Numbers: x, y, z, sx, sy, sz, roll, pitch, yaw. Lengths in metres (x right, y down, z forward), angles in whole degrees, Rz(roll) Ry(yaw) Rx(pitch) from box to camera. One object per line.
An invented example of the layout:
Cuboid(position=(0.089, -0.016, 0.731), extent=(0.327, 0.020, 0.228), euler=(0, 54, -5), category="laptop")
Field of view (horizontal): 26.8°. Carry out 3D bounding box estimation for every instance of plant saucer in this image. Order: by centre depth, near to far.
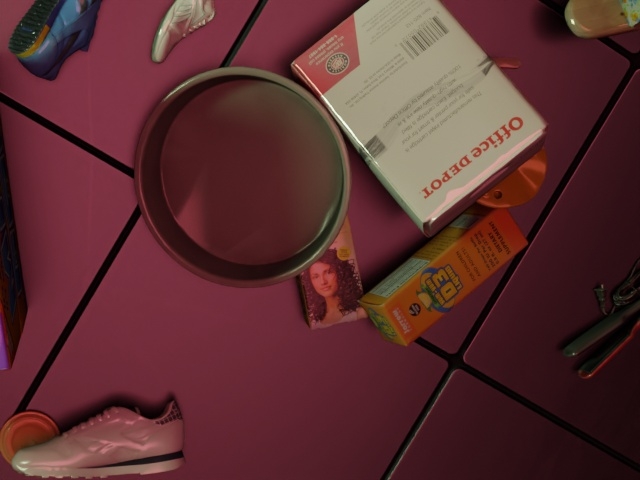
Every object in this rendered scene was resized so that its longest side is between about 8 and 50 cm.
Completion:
Cuboid(position=(-0.398, 0.274, 1.840), extent=(0.083, 0.013, 0.083), euler=(-1, 98, -8), category="plant saucer")

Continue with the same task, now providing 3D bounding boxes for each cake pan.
Cuboid(position=(-0.099, -0.085, 1.778), extent=(0.293, 0.054, 0.293), euler=(2, 102, 10), category="cake pan")

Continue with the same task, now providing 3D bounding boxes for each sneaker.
Cuboid(position=(-0.319, -0.304, 1.756), extent=(0.209, 0.069, 0.082), euler=(-57, 135, -7), category="sneaker")
Cuboid(position=(-0.173, -0.297, 1.779), extent=(0.061, 0.054, 0.152), euler=(29, 92, -15), category="sneaker")
Cuboid(position=(-0.301, 0.273, 1.825), extent=(0.235, 0.090, 0.095), euler=(-4, 89, -18), category="sneaker")

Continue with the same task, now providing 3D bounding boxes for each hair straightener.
Cuboid(position=(0.439, 0.094, 1.935), extent=(0.230, 0.047, 0.089), euler=(-40, 102, -2), category="hair straightener")

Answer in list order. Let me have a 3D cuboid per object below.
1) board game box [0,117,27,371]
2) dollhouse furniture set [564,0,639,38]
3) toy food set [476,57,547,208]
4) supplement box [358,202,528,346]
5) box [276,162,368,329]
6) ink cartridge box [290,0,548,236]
Cuboid(position=(-0.557, -0.030, 1.598), extent=(0.356, 0.356, 0.356), euler=(-7, 99, -8), category="board game box")
Cuboid(position=(0.338, -0.492, 1.676), extent=(0.256, 0.362, 0.394), euler=(-13, 76, -15), category="dollhouse furniture set")
Cuboid(position=(0.233, -0.142, 1.844), extent=(0.128, 0.071, 0.218), euler=(-9, 78, -2), category="toy food set")
Cuboid(position=(0.169, 0.044, 1.843), extent=(0.233, 0.080, 0.078), euler=(-39, 108, -14), category="supplement box")
Cuboid(position=(0.000, 0.000, 1.845), extent=(0.087, 0.058, 0.232), euler=(-14, 99, -7), category="box")
Cuboid(position=(0.130, -0.175, 1.758), extent=(0.207, 0.117, 0.283), euler=(-38, 77, -1), category="ink cartridge box")
